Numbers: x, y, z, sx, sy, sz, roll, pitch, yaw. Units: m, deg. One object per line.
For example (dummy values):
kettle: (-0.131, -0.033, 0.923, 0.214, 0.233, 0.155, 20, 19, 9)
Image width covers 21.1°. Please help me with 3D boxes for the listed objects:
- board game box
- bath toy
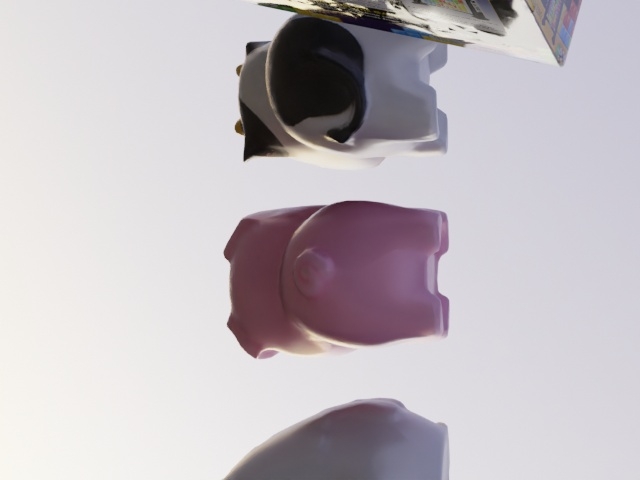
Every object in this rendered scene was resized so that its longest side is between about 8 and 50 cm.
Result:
board game box: (0.006, -0.121, 0.647, 0.141, 0.170, 0.048, 37, 68, -71)
bath toy: (0.000, 0.000, 0.842, 0.151, 0.129, 0.348, 42, 47, -80)
